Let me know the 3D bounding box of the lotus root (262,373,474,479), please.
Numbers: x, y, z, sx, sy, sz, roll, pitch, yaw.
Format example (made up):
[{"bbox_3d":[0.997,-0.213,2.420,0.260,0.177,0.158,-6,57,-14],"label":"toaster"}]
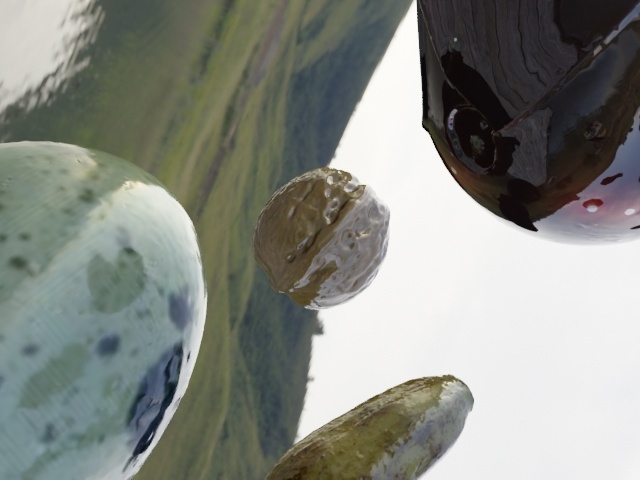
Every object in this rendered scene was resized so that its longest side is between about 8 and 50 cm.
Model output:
[{"bbox_3d":[0.029,0.206,0.731,0.258,0.097,0.110,-37,-154,-20],"label":"lotus root"}]

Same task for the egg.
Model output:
[{"bbox_3d":[-0.249,0.091,0.560,0.379,0.288,0.287,-33,-174,-11],"label":"egg"}]

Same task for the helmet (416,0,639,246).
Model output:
[{"bbox_3d":[0.156,-0.095,0.454,0.189,0.193,0.216,-25,177,-27],"label":"helmet"}]

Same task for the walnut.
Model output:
[{"bbox_3d":[0.000,0.000,1.177,0.213,0.213,0.213,-157,-90,-79],"label":"walnut"}]
